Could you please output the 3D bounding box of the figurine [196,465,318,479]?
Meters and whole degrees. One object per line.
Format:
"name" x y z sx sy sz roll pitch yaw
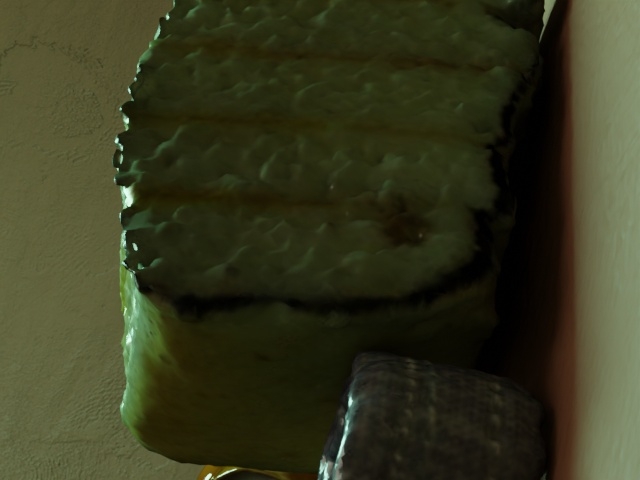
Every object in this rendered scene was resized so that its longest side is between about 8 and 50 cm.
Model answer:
"figurine" -0.025 0.235 1.568 0.271 0.143 0.143 -21 -47 -52

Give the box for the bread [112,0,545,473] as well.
"bread" -0.002 0.009 1.044 0.395 0.239 0.264 -76 -6 -51

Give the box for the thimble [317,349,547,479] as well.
"thimble" 0.046 0.131 0.826 0.150 0.097 0.150 -166 90 -88
